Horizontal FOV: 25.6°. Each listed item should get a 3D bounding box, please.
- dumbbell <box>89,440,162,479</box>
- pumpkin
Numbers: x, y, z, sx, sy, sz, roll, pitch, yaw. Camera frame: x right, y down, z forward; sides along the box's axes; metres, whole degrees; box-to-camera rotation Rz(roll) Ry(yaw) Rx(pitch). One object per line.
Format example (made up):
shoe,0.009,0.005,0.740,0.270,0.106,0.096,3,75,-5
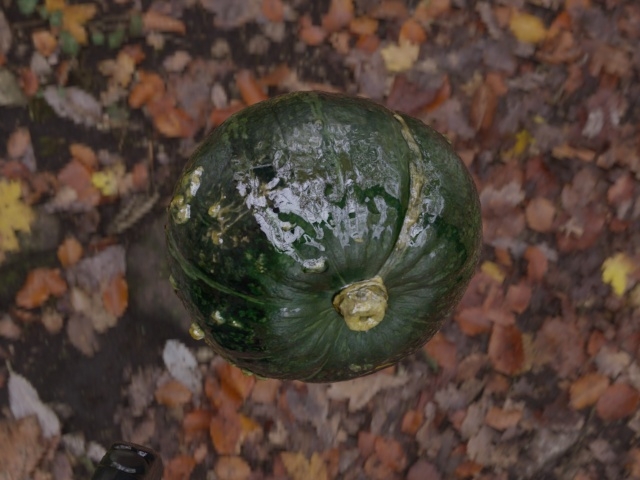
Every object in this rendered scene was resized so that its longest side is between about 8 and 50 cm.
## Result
dumbbell,-0.198,0.173,0.845,0.325,0.143,0.143,15,62,4
pumpkin,0.001,0.000,0.831,0.190,0.190,0.146,4,33,-2
